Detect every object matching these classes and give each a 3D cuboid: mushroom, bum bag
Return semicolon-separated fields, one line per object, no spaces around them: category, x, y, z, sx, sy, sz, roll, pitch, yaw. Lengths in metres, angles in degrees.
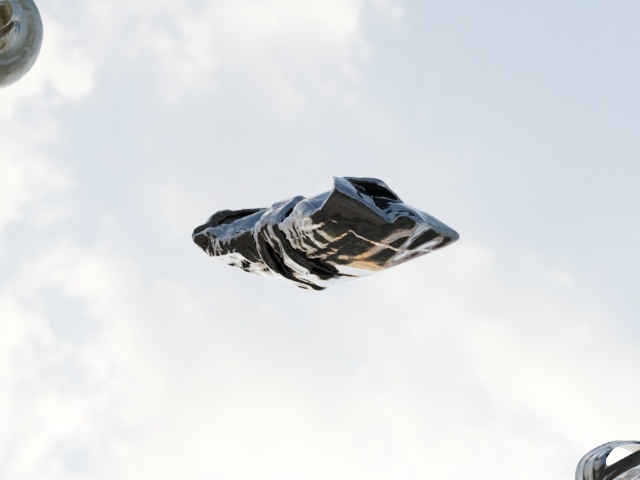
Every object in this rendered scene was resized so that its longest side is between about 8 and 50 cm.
mushroom;-0.218;-0.142;1.232;0.085;0.085;0.079;48;-33;-13
bum bag;0.000;0.000;1.784;0.144;0.095;0.340;19;-16;-24

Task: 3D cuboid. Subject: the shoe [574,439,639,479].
shoe;0.228;0.185;1.487;0.071;0.049;0.179;-5;-29;-23
